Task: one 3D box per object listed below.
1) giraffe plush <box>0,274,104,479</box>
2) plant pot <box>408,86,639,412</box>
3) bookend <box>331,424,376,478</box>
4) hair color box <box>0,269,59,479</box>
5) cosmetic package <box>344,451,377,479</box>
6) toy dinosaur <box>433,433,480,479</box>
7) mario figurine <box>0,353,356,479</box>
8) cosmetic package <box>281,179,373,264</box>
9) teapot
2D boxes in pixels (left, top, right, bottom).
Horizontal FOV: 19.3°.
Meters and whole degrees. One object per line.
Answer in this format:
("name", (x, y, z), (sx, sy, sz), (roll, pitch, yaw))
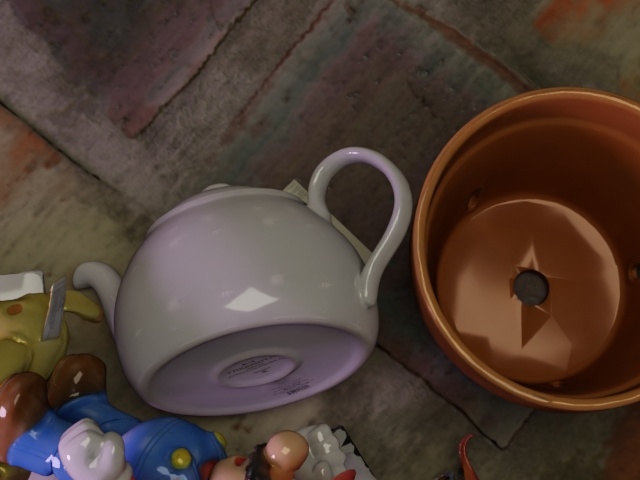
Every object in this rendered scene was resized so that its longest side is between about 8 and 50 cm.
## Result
("giraffe plush", (-0.304, 0.093, 1.577), (0.170, 0.181, 0.210), (24, 104, 23))
("plant pot", (0.212, 0.026, 1.731), (0.290, 0.203, 0.291), (2, 77, -7))
("bookend", (-0.007, 0.276, 1.715), (0.156, 0.072, 0.157), (-32, 86, -9))
("hair color box", (-0.316, 0.211, 1.676), (0.173, 0.105, 0.347), (-5, 78, -8))
("cosmetic package", (-0.104, 0.375, 1.593), (0.377, 0.097, 0.284), (-17, 110, -14))
("toy dinosaur", (0.137, 0.241, 1.741), (0.047, 0.090, 0.082), (-12, 34, -19))
("mario figurine", (-0.091, 0.166, 1.472), (0.320, 0.170, 0.198), (24, 53, 20))
("cosmetic package", (0.000, 0.000, 1.786), (0.115, 0.060, 0.041), (43, 77, 6))
("teapot", (-0.070, 0.032, 1.687), (0.256, 0.252, 0.187), (-2, 63, -20))
